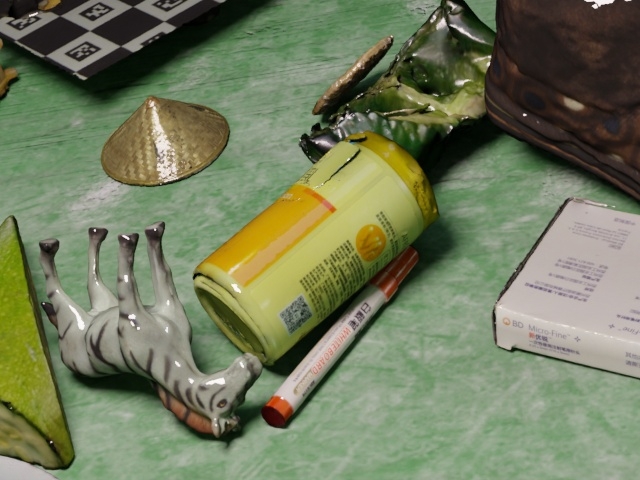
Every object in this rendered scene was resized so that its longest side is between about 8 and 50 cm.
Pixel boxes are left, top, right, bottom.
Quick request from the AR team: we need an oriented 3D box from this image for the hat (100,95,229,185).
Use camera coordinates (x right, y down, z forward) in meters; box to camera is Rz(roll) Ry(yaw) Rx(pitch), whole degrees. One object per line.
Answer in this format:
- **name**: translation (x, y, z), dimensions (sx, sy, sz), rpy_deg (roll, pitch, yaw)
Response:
- **hat**: translation (-0.176, -0.128, 2.021), dimensions (0.146, 0.067, 0.146), rpy_deg (-9, 39, 7)

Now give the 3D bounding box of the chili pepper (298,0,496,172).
- **chili pepper**: translation (0.090, -0.127, 1.915), dimensions (0.148, 0.116, 0.264), rpy_deg (39, 57, 20)

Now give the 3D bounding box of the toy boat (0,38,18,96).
- **toy boat**: translation (-0.461, -0.163, 2.160), dimensions (0.226, 0.068, 0.088), rpy_deg (-29, 36, -13)

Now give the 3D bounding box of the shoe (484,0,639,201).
- **shoe**: translation (0.328, -0.157, 1.738), dimensions (0.384, 0.237, 0.171), rpy_deg (30, 52, 28)

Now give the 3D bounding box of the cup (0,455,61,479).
- **cup**: translation (-0.306, 0.340, 1.413), dimensions (0.347, 0.163, 0.347), rpy_deg (-8, 39, 7)

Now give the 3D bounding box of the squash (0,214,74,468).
- **squash**: translation (-0.282, 0.070, 1.782), dimensions (0.203, 0.111, 0.289), rpy_deg (6, 41, 21)

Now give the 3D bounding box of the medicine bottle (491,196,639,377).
- **medicine bottle**: translation (0.278, 0.044, 1.681), dimensions (0.201, 0.052, 0.171), rpy_deg (12, 45, 28)

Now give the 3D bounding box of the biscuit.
- **biscuit**: translation (0.035, -0.175, 1.993), dimensions (0.015, 0.120, 0.120), rpy_deg (46, 59, 2)

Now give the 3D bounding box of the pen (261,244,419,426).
- **pen**: translation (0.021, 0.085, 1.731), dimensions (0.028, 0.028, 0.239), rpy_deg (16, 48, 32)

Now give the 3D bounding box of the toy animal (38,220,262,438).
- **toy animal**: translation (-0.164, 0.067, 1.699), dimensions (0.090, 0.170, 0.255), rpy_deg (-11, 24, -41)

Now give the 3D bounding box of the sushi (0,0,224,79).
- **sushi**: translation (-0.238, -0.297, 2.249), dimensions (0.343, 0.064, 0.359), rpy_deg (-34, 40, -27)

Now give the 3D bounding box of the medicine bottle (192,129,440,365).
- **medicine bottle**: translation (0.000, 0.000, 1.741), dimensions (0.239, 0.124, 0.124), rpy_deg (-42, 45, -19)
